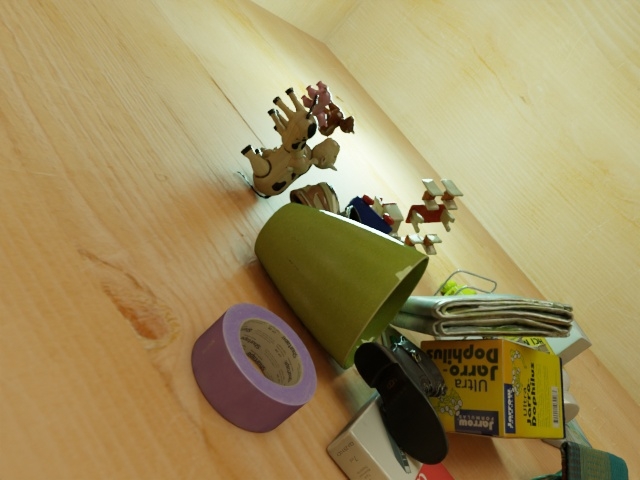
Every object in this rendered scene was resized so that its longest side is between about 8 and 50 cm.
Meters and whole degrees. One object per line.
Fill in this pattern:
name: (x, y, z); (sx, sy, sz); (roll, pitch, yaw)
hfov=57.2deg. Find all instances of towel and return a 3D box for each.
towel: (0.684, 0.655, 1.451); (0.370, 0.040, 0.271); (27, 60, -39)
towel: (0.346, 0.166, 1.353); (0.321, 0.090, 0.374); (3, -5, -9)

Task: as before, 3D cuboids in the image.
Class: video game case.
video game case: (0.742, 0.548, 1.911); (0.329, 0.036, 0.300); (31, 27, -35)

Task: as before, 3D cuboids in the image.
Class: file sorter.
file sorter: (0.447, 0.247, 1.662); (0.193, 0.173, 0.277); (18, 33, -27)

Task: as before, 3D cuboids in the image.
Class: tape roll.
tape roll: (-0.101, 0.195, 0.917); (0.189, 0.080, 0.189); (39, 22, -20)

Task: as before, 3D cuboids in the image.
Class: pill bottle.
pill bottle: (0.622, 0.388, 1.764); (0.188, 0.188, 0.334); (30, 27, -36)

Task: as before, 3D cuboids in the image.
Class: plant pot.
plant pot: (0.019, 0.058, 1.182); (0.293, 0.274, 0.275); (37, 19, 16)

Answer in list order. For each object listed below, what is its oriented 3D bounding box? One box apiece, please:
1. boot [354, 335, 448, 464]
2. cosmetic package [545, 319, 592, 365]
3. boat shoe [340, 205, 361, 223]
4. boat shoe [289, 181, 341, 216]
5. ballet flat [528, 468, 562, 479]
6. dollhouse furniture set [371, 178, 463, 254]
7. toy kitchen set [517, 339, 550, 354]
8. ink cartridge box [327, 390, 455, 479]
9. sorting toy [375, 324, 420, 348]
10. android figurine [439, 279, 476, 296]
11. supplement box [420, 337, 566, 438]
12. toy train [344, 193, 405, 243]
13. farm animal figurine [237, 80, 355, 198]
boot: (0.190, 0.285, 1.115); (0.229, 0.091, 0.263); (17, 36, -55)
cosmetic package: (0.734, 0.348, 1.886); (0.085, 0.231, 0.117); (29, 28, -36)
boat shoe: (0.089, -0.015, 1.648); (0.081, 0.069, 0.227); (33, 25, -31)
boat shoe: (0.000, 0.000, 1.425); (0.120, 0.122, 0.324); (-4, 55, -22)
ballet flat: (0.605, 0.625, 1.470); (0.280, 0.095, 0.096); (8, 53, -43)
dollhouse furniture set: (0.314, -0.089, 1.979); (0.259, 0.262, 0.135); (-2, 41, -21)
toy kitchen set: (0.605, 0.317, 1.650); (0.075, 0.083, 0.068); (70, 5, -45)
ink cartridge box: (0.165, 0.403, 1.064); (0.261, 0.066, 0.296); (49, 22, 10)
sorting toy: (0.227, 0.297, 1.385); (0.348, 0.047, 0.196); (39, 23, -19)
android figurine: (0.503, 0.229, 1.981); (0.248, 0.056, 0.273); (48, 22, 18)
supplement box: (0.394, 0.341, 1.324); (0.357, 0.194, 0.195); (22, 66, -47)
toy train: (0.181, -0.042, 1.844); (0.248, 0.105, 0.143); (44, 8, -7)
farm animal figurine: (-0.049, -0.214, 1.412); (0.172, 0.327, 0.330); (56, 25, 6)
